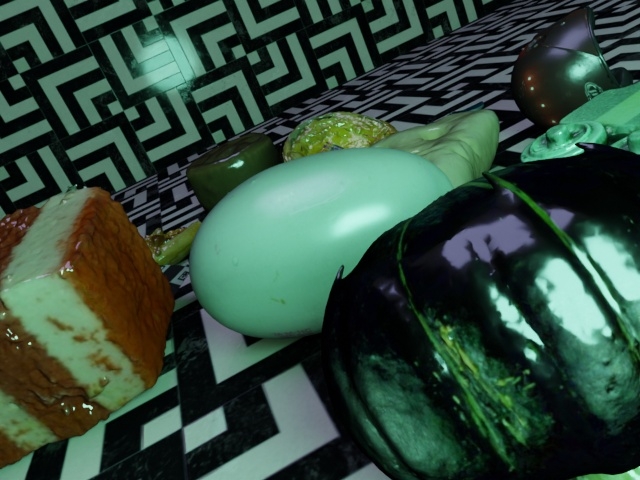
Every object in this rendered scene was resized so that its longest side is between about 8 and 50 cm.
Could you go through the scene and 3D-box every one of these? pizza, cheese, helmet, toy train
[{"bbox_3d":[-0.436,0.042,1.359,0.335,0.086,0.226,-32,23,-16],"label":"pizza"},{"bbox_3d":[0.213,-0.128,0.978,0.328,0.130,0.351,-29,21,-14],"label":"cheese"},{"bbox_3d":[0.452,-0.296,1.033,0.193,0.189,0.216,-47,25,6],"label":"helmet"},{"bbox_3d":[0.368,-0.080,0.620,0.238,0.167,0.299,-34,22,-11],"label":"toy train"}]

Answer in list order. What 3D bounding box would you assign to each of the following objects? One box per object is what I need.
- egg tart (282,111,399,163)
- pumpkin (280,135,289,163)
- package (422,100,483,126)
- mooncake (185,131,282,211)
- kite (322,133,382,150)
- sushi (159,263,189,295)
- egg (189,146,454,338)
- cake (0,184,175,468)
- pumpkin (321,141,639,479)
[{"bbox_3d":[0.057,-0.187,1.292,0.290,0.107,0.291,-4,49,5],"label":"egg tart"},{"bbox_3d":[-0.041,-0.254,1.595,0.183,0.119,0.107,-27,21,-24],"label":"pumpkin"},{"bbox_3d":[0.262,-0.242,1.190,0.171,0.027,0.173,-18,-5,17],"label":"package"},{"bbox_3d":[-0.250,-0.207,1.662,0.284,0.156,0.284,-20,21,8],"label":"mooncake"},{"bbox_3d":[0.113,-0.162,1.186,0.244,0.006,0.198,18,55,17],"label":"kite"},{"bbox_3d":[-0.350,0.155,1.027,0.192,0.043,0.280,-4,40,30],"label":"sushi"},{"bbox_3d":[0.000,0.000,0.754,0.370,0.230,0.230,-22,20,10],"label":"egg"},{"bbox_3d":[-0.403,0.118,0.826,0.319,0.270,0.269,-24,31,5],"label":"cake"},{"bbox_3d":[0.161,0.086,0.413,0.295,0.296,0.296,-21,20,8],"label":"pumpkin"}]
